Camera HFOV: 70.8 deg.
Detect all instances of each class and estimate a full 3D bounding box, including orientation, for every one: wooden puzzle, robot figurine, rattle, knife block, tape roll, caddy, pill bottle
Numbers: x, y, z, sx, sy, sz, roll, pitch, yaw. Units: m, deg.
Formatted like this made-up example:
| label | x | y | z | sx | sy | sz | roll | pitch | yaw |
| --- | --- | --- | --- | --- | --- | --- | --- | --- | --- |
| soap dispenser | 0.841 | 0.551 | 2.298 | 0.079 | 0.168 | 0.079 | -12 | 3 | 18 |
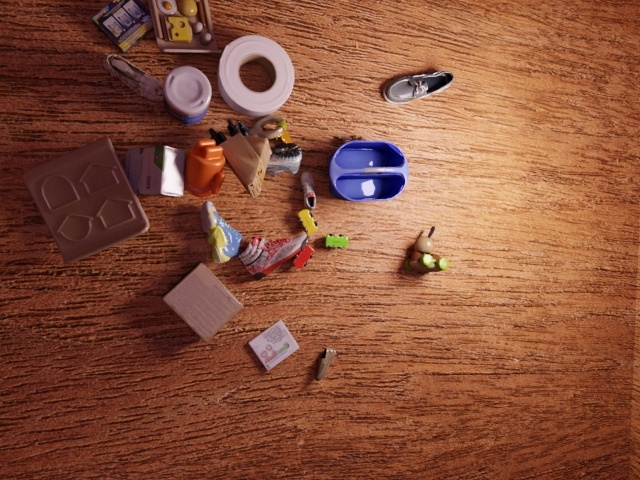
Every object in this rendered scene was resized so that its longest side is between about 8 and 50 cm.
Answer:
| label | x | y | z | sx | sy | sz | roll | pitch | yaw |
| --- | --- | --- | --- | --- | --- | --- | --- | --- | --- |
| wooden puzzle | -0.787 | -0.135 | 1.537 | 0.322 | 0.080 | 0.347 | -22 | 94 | 2 |
| robot figurine | -0.406 | -0.240 | 1.562 | 0.158 | 0.128 | 0.219 | 20 | 125 | -9 |
| rattle | -0.220 | -0.403 | 1.760 | 0.200 | 0.142 | 0.130 | -23 | 66 | 0 |
| knife block | -0.310 | -0.301 | 1.606 | 0.242 | 0.088 | 0.275 | 7 | 66 | 9 |
| tape roll | -0.248 | -0.620 | 1.708 | 0.287 | 0.100 | 0.285 | -1 | 93 | -17 |
| caddy | 0.186 | -0.276 | 1.813 | 0.342 | 0.179 | 0.241 | -4 | 94 | -17 |
| pill bottle | -0.462 | -0.485 | 1.554 | 0.153 | 0.272 | 0.152 | 0 | 91 | -18 |

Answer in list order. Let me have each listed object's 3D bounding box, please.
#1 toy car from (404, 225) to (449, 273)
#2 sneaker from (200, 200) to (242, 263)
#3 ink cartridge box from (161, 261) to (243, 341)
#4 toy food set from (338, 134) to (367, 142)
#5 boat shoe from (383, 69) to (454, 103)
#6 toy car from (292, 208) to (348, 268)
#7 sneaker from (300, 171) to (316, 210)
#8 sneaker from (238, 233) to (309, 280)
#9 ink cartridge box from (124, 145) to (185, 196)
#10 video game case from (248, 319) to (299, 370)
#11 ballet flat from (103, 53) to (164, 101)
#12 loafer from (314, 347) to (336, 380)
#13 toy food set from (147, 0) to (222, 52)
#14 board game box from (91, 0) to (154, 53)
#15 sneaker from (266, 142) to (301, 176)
| label | x | y | z | sx | sy | sz | roll | pitch | yaw |
| --- | --- | --- | --- | --- | --- | --- | --- | --- | --- |
| toy car | 0.460 | 0.036 | 1.933 | 0.149 | 0.155 | 0.188 | 13 | 75 | -17 |
| sneaker | -0.372 | -0.038 | 1.708 | 0.126 | 0.091 | 0.239 | -14 | 96 | -35 |
| ink cartridge box | -0.439 | 0.227 | 1.682 | 0.193 | 0.088 | 0.234 | -43 | 103 | -13 |
| toy food set | 0.140 | -0.415 | 1.848 | 0.122 | 0.078 | 0.019 | -2 | 124 | -20 |
| boat shoe | 0.421 | -0.662 | 1.914 | 0.320 | 0.099 | 0.116 | -16 | 97 | -16 |
| toy car | 0.000 | 0.000 | 1.830 | 0.225 | 0.053 | 0.238 | 5 | 91 | -18 |
| sneaker | -0.042 | -0.196 | 1.798 | 0.057 | 0.075 | 0.161 | -5 | 94 | -17 |
| sneaker | -0.184 | 0.023 | 1.726 | 0.270 | 0.090 | 0.145 | -36 | 100 | 8 |
| ink cartridge box | -0.575 | -0.234 | 1.556 | 0.093 | 0.220 | 0.160 | 4 | 91 | -54 |
| video game case | -0.186 | 0.419 | 1.803 | 0.157 | 0.019 | 0.143 | -34 | 101 | -13 |
| ballet flat | -0.655 | -0.575 | 1.594 | 0.241 | 0.077 | 0.091 | 28 | 82 | -17 |
| loafer | 0.010 | 0.504 | 1.851 | 0.050 | 0.056 | 0.148 | 34 | 72 | -15 |
| toy food set | -0.486 | -0.822 | 1.605 | 0.220 | 0.092 | 0.305 | -14 | 95 | -30 |
| board game box | -0.688 | -0.774 | 1.592 | 0.170 | 0.048 | 0.141 | -47 | 106 | -11 |
| sneaker | -0.214 | -0.295 | 1.725 | 0.283 | 0.122 | 0.110 | 2 | 49 | 1 |
